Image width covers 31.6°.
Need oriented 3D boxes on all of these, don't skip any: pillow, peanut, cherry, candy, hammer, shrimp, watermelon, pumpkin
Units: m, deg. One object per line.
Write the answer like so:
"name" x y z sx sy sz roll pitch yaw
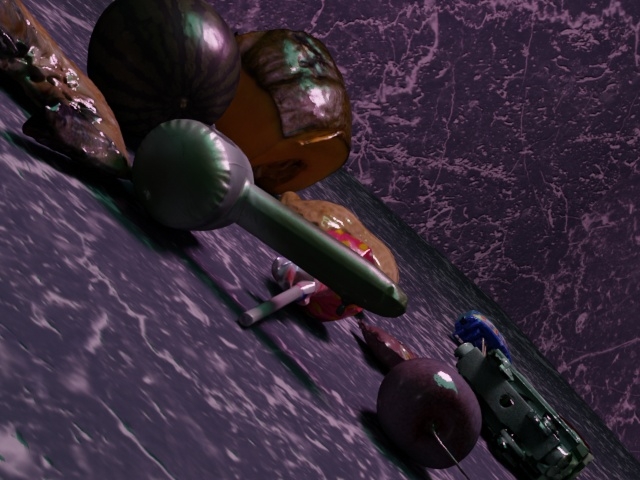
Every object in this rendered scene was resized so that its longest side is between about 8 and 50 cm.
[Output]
"pillow" 0.124 0.181 1.622 0.185 0.043 0.118 44 0 -26
"peanut" 0.025 0.006 1.804 0.233 0.110 0.197 44 7 -10
"cherry" 0.137 0.218 1.290 0.188 0.115 0.148 50 -33 -11
"candy" -0.024 0.062 1.350 0.124 0.124 0.365 45 19 8
"hammer" -0.050 -0.008 1.250 0.335 0.119 0.206 34 3 5
"shrimp" -0.309 -0.169 1.144 0.272 0.085 0.445 51 4 10
"watermelon" -0.207 -0.233 1.500 0.212 0.212 0.212 43 7 -7
"pumpkin" -0.069 -0.229 2.025 0.303 0.256 0.226 21 48 -68

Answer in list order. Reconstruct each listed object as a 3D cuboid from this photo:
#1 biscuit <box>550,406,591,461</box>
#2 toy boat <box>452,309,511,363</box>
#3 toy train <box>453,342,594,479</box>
"biscuit" 0.423 0.361 2.139 0.151 0.063 0.235 47 11 28
"toy boat" 0.355 0.244 2.445 0.175 0.091 0.110 45 40 -18
"toy train" 0.304 0.279 1.803 0.269 0.115 0.154 49 1 37
